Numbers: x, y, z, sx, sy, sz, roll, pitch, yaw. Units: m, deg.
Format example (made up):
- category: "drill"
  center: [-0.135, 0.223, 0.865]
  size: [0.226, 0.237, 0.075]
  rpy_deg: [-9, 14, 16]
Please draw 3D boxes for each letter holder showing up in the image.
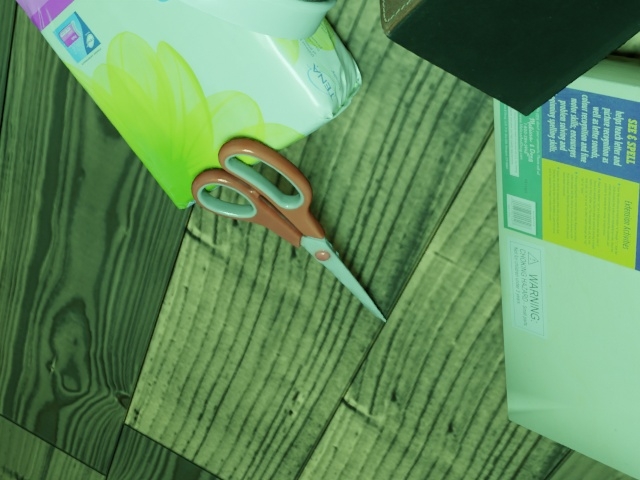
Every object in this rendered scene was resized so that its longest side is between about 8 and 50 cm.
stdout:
- category: "letter holder"
  center: [0.186, -0.275, 0.646]
  size: [0.152, 0.214, 0.302]
  rpy_deg: [21, 138, -32]

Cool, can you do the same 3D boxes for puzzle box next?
- category: "puzzle box"
  center: [0.282, 0.044, 0.803]
  size: [0.272, 0.052, 0.409]
  rpy_deg: [22, 133, 40]

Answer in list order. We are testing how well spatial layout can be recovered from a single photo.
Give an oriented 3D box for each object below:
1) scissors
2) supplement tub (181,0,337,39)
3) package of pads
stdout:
- category: "scissors"
  center: [0.000, 0.000, 0.920]
  size: [0.109, 0.021, 0.297]
  rpy_deg: [-29, 128, 36]
- category: "supplement tub"
  center: [-0.015, -0.317, 0.604]
  size: [0.228, 0.228, 0.316]
  rpy_deg: [32, 115, 2]
- category: "package of pads"
  center: [-0.128, -0.201, 0.859]
  size: [0.229, 0.101, 0.296]
  rpy_deg: [-25, 110, 37]
